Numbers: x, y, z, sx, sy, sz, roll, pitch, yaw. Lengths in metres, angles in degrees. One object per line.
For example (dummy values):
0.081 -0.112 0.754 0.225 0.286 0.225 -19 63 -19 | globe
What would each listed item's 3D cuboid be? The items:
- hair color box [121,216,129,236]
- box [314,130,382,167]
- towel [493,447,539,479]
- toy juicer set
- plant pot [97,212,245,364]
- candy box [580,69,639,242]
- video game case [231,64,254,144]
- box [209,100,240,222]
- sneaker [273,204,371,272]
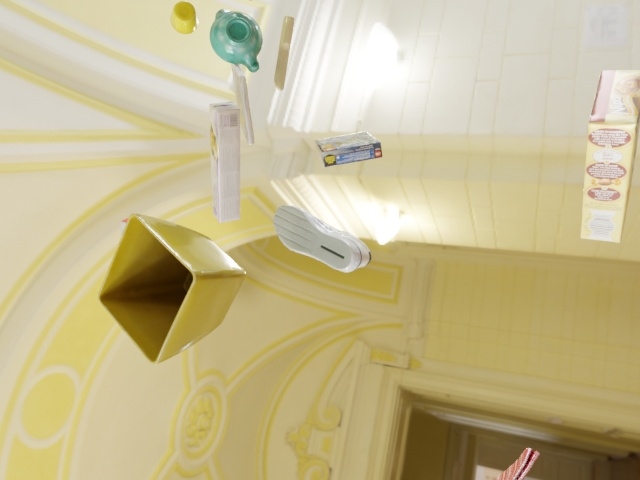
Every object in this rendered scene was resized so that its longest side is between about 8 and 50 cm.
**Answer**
-0.441 0.004 1.437 0.053 0.167 0.093 -50 -27 -63 | hair color box
0.043 -0.152 0.901 0.137 0.094 0.027 -105 6 -71 | box
0.367 0.578 1.204 0.199 0.031 0.275 -32 -28 -38 | towel
-0.192 -0.545 1.382 0.209 0.329 0.089 -61 12 -6 | toy juicer set
-0.282 0.087 1.098 0.187 0.212 0.212 -2 -54 -56 | plant pot
0.609 -0.169 1.143 0.183 0.088 0.316 -60 -35 -34 | candy box
-0.229 -0.408 1.606 0.183 0.023 0.201 -116 19 -55 | video game case
-0.252 -0.203 1.447 0.067 0.063 0.324 -14 -53 -26 | box
0.000 0.000 1.206 0.091 0.258 0.094 8 -69 -52 | sneaker
